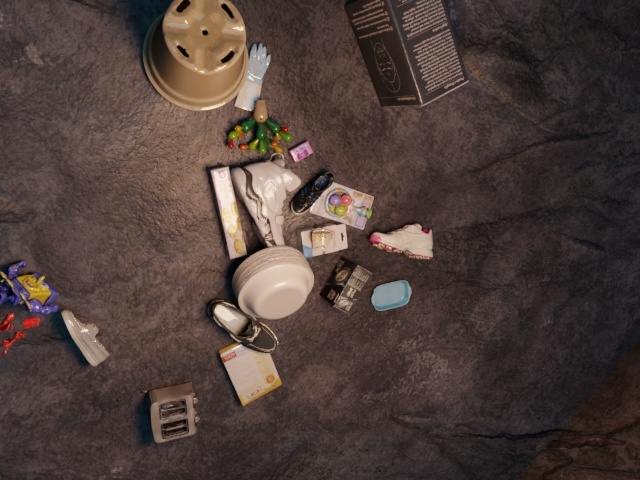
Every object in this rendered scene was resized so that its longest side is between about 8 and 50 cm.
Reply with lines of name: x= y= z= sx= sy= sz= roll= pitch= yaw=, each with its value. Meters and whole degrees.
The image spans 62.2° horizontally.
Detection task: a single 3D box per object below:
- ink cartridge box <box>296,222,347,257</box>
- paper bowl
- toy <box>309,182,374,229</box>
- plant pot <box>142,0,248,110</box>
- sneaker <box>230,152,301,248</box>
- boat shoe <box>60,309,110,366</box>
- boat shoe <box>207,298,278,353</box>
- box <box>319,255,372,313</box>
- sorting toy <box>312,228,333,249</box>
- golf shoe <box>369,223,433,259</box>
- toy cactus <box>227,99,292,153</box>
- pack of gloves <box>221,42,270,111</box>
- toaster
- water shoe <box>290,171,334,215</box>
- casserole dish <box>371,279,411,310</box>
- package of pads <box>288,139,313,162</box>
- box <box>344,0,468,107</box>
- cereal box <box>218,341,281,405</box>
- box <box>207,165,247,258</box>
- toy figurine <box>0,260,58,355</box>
ink cartridge box: x=0.006 y=-0.005 z=2.014 sx=0.180 sy=0.060 sz=0.104 roll=-12 pitch=105 yaw=-20
paper bowl: x=-0.158 y=0.167 z=1.872 sx=0.285 sy=0.148 sz=0.284 roll=-16 pitch=139 yaw=-14
toy: x=0.093 y=-0.135 z=2.024 sx=0.237 sy=0.056 sz=0.136 roll=17 pitch=94 yaw=-26
plant pot: x=-0.355 y=-0.574 z=1.565 sx=0.334 sy=0.305 sz=0.333 roll=-1 pitch=95 yaw=-17
sneaker: x=-0.154 y=-0.125 z=1.875 sx=0.210 sy=0.137 sz=0.365 roll=-29 pitch=110 yaw=-13
boat shoe: x=-0.773 y=0.310 z=1.753 sx=0.081 sy=0.079 sz=0.227 roll=-32 pitch=118 yaw=-23
boat shoe: x=-0.277 y=0.320 z=1.920 sx=0.303 sy=0.091 sz=0.114 roll=33 pitch=79 yaw=-15
box: x=0.094 y=0.169 z=2.045 sx=0.078 sy=0.147 sz=0.180 roll=30 pitch=90 yaw=-26
sorting toy: x=0.000 y=0.000 z=1.958 sx=0.083 sy=0.045 sz=0.075 roll=-4 pitch=109 yaw=-22
golf shoe: x=0.330 y=-0.011 z=2.137 sx=0.306 sy=0.115 sz=0.140 roll=13 pitch=86 yaw=-32
toy cactus: x=-0.208 y=-0.387 z=1.810 sx=0.219 sy=0.112 sz=0.180 roll=-1 pitch=95 yaw=-3
pack of gloves: x=-0.271 y=-0.568 z=1.774 sx=0.195 sy=0.046 sz=0.231 roll=12 pitch=97 yaw=-24
toaster: x=-0.535 y=0.611 z=1.899 sx=0.186 sy=0.110 sz=0.167 roll=-6 pitch=104 yaw=-22
water shoe: x=-0.033 y=-0.178 z=1.937 sx=0.073 sy=0.080 sz=0.203 roll=42 pitch=81 yaw=2
casserole dish: x=0.288 y=0.224 z=2.202 sx=0.189 sy=0.037 sz=0.114 roll=-10 pitch=106 yaw=-20
package of pads: x=-0.071 y=-0.322 z=1.924 sx=0.083 sy=0.032 sz=0.050 roll=-32 pitch=111 yaw=-13
box: x=0.297 y=-0.688 z=1.852 sx=0.212 sy=0.293 sz=0.395 roll=-30 pitch=112 yaw=-14
cereal box: x=-0.266 y=0.485 z=2.019 sx=0.173 sy=0.047 sz=0.240 roll=-24 pitch=109 yaw=-18
box: x=-0.324 y=-0.097 z=1.850 sx=0.067 sy=0.063 sz=0.323 roll=-15 pitch=108 yaw=-21
toy figurine: x=-0.928 y=0.159 z=1.621 sx=0.363 sy=0.217 sz=0.191 roll=38 pitch=103 yaw=17
